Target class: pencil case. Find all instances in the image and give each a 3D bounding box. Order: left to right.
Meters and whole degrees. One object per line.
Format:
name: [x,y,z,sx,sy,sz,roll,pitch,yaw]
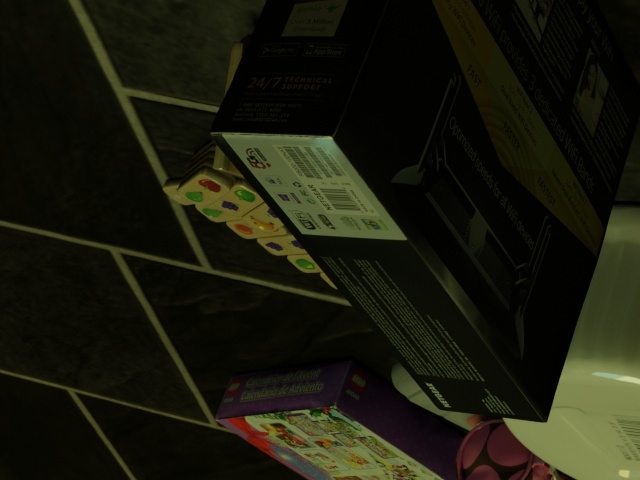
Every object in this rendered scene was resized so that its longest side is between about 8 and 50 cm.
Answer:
pencil case: [0.213,0.244,1.654,0.098,0.095,0.209,-19,138,32]

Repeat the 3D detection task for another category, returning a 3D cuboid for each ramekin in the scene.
ramekin: [0.267,0.102,1.386,0.277,0.135,0.277,17,155,8]

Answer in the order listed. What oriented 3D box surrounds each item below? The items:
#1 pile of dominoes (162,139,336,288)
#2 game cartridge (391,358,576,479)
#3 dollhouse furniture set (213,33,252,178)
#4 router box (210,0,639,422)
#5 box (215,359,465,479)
pile of dominoes: [0.000,0.000,1.504,0.251,0.040,0.196,30,154,-17]
game cartridge: [0.227,0.152,1.619,0.294,0.060,0.196,27,151,-11]
dollhouse furniture set: [0.047,-0.079,1.288,0.182,0.101,0.161,7,176,27]
router box: [0.079,-0.073,1.056,0.081,0.243,0.309,4,149,33]
box: [0.062,0.223,1.883,0.293,0.057,0.201,36,151,-29]
